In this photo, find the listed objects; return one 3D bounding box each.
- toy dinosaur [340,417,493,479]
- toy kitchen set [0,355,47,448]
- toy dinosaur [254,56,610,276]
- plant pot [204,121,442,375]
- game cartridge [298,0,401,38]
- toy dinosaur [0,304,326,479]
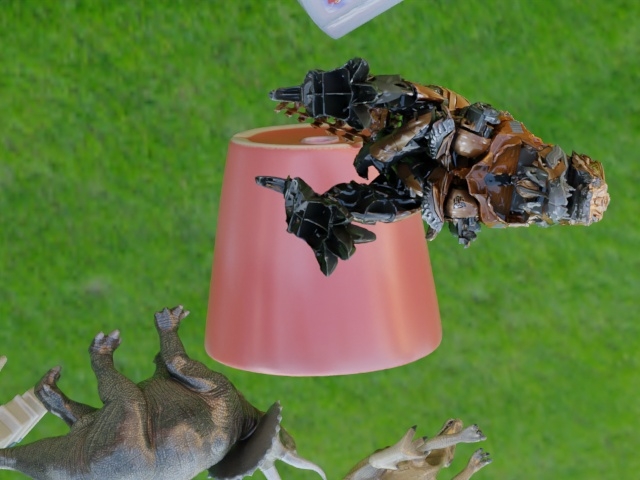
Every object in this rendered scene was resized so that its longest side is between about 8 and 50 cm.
[{"bbox_3d":[0.030,0.131,0.835,0.183,0.053,0.093,-10,170,-42],"label":"toy dinosaur"},{"bbox_3d":[-0.484,0.228,2.118,0.166,0.207,0.122,44,103,3],"label":"toy kitchen set"},{"bbox_3d":[0.074,-0.065,1.295,0.218,0.164,0.322,-8,-177,-42],"label":"toy dinosaur"},{"bbox_3d":[0.000,0.000,1.769,0.275,0.275,0.243,-3,102,-7],"label":"plant pot"},{"bbox_3d":[0.052,-0.318,1.628,0.198,0.062,0.297,-35,161,-5],"label":"game cartridge"},{"bbox_3d":[-0.150,0.159,1.354,0.314,0.160,0.121,-10,146,-30],"label":"toy dinosaur"}]
